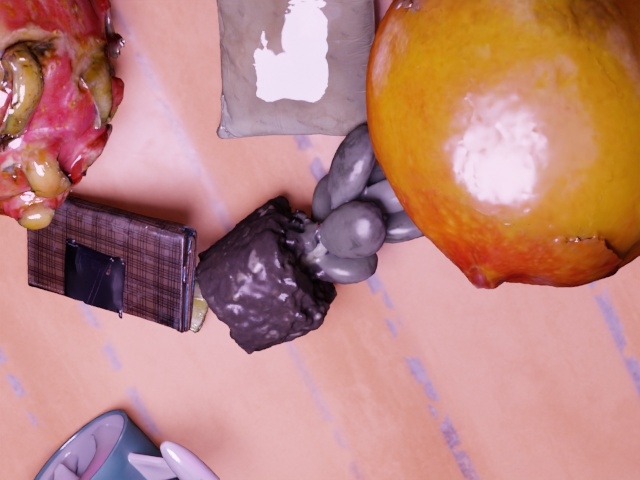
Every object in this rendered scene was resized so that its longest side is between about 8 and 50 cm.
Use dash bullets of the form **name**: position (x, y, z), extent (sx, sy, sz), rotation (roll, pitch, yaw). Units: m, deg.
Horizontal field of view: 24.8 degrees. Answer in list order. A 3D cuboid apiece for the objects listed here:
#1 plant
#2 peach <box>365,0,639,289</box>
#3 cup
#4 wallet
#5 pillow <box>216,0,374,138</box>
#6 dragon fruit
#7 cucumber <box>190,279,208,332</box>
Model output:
- **plant**: position (0.000, 0.002, 1.590), extent (0.275, 0.149, 0.146), rotation (-38, 119, 14)
- **peach**: position (0.221, -0.129, 1.447), extent (0.372, 0.372, 0.290), rotation (51, 146, -11)
- **cup**: position (-0.228, 0.313, 1.685), extent (0.300, 0.167, 0.173), rotation (-27, 115, 37)
- **wallet**: position (-0.235, 0.020, 1.608), extent (0.230, 0.042, 0.124), rotation (13, 109, 28)
- **pillow**: position (-0.030, -0.256, 1.549), extent (0.185, 0.075, 0.302), rotation (1, 107, 11)
- **dragon fruit**: position (-0.332, -0.154, 1.505), extent (0.250, 0.269, 0.291), rotation (-9, 102, 15)
- **cucumber**: position (-0.173, 0.056, 1.668), extent (0.107, 0.035, 0.067), rotation (25, 117, 1)
